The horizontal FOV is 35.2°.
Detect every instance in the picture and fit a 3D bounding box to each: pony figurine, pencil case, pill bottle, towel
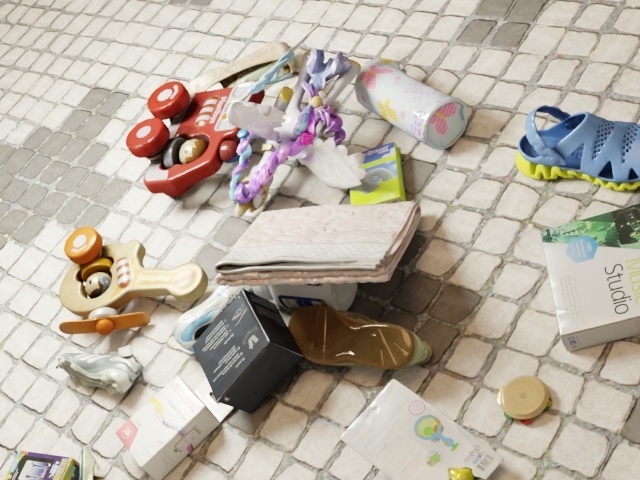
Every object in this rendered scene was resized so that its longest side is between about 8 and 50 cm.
[{"bbox_3d":[-0.051,-0.231,2.114,0.364,0.302,0.351,-62,13,-24],"label":"pony figurine"},{"bbox_3d":[0.188,-0.291,2.124,0.124,0.114,0.273,-25,40,-21],"label":"pencil case"},{"bbox_3d":[-0.034,0.076,1.931,0.186,0.112,0.112,4,55,32],"label":"pill bottle"},{"bbox_3d":[0.000,0.000,1.883,0.331,0.053,0.317,-2,20,17],"label":"towel"}]

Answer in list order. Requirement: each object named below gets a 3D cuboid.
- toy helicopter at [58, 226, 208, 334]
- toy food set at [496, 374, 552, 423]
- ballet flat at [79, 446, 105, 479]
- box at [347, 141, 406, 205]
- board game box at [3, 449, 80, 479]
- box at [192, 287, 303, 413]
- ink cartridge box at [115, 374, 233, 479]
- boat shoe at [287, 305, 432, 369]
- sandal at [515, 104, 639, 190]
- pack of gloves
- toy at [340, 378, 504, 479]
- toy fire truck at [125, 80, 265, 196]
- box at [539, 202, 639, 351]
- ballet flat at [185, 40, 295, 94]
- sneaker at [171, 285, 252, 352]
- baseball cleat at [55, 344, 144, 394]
[{"bbox_3d":[-0.398,0.101,2.105,0.355,0.140,0.235,-1,54,26],"label":"toy helicopter"},{"bbox_3d":[0.329,0.256,1.633,0.083,0.020,0.083,-30,44,3],"label":"toy food set"},{"bbox_3d":[-0.421,0.461,1.872,0.052,0.057,0.168,-2,50,-8],"label":"ballet flat"},{"bbox_3d":[0.115,-0.129,2.076,0.109,0.042,0.178,-17,47,16],"label":"box"},{"bbox_3d":[-0.545,0.489,1.911,0.141,0.048,0.170,2,53,28],"label":"board game box"},{"bbox_3d":[-0.137,0.203,1.862,0.156,0.093,0.158,-49,41,15],"label":"box"},{"bbox_3d":[-0.268,0.333,1.873,0.198,0.067,0.115,-43,44,-10],"label":"ink cartridge box"},{"bbox_3d":[0.063,0.184,1.815,0.285,0.089,0.105,12,85,39],"label":"boat shoe"},{"bbox_3d":[0.494,-0.176,1.834,0.317,0.138,0.126,3,53,30],"label":"sandal"},{"bbox_3d":[-0.097,-0.355,2.199,0.232,0.046,0.195,-49,10,-31],"label":"pack of gloves"},{"bbox_3d":[0.164,0.343,1.628,0.137,0.056,0.237,-45,50,-17],"label":"toy"},{"bbox_3d":[-0.274,-0.237,2.285,0.253,0.169,0.302,-6,47,30],"label":"toy fire truck"},{"bbox_3d":[0.541,0.040,1.673,0.321,0.058,0.232,-16,47,16],"label":"box"},{"bbox_3d":[-0.201,-0.375,2.430,0.316,0.107,0.106,-29,51,6],"label":"ballet flat"},{"bbox_3d":[-0.188,0.131,2.006,0.086,0.085,0.237,41,74,18],"label":"sneaker"},{"bbox_3d":[-0.440,0.254,2.054,0.205,0.072,0.109,14,45,35],"label":"baseball cleat"}]
